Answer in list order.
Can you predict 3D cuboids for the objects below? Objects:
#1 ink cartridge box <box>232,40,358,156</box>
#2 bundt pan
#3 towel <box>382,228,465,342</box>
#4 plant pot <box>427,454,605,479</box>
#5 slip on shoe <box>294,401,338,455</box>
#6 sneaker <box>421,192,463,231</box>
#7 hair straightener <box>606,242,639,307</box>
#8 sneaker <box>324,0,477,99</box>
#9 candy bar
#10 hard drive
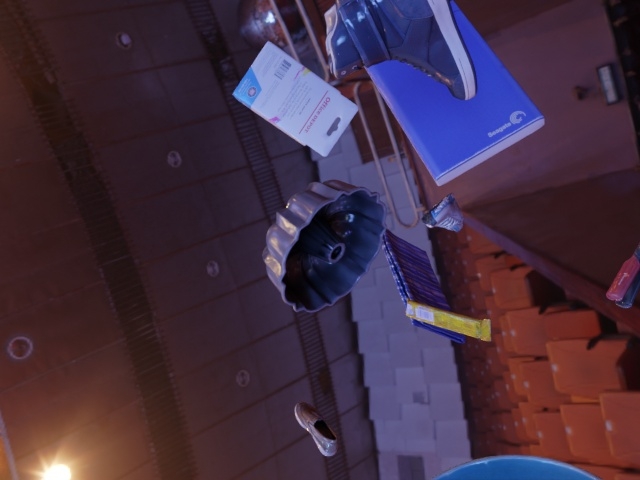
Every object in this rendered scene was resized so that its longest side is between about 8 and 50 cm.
[{"bbox_3d":[-0.040,-0.229,0.934,0.181,0.104,0.061,34,-176,-8],"label":"ink cartridge box"},{"bbox_3d":[0.000,0.000,1.318,0.331,0.124,0.330,-28,-43,-30],"label":"bundt pan"},{"bbox_3d":[0.283,0.119,1.573,0.243,0.040,0.336,26,-145,-40],"label":"towel"},{"bbox_3d":[0.207,0.401,0.536,0.271,0.272,0.255,-52,-55,-50],"label":"plant pot"},{"bbox_3d":[-0.007,0.376,1.154,0.051,0.135,0.041,-5,-55,-30],"label":"slip on shoe"},{"bbox_3d":[0.297,-0.054,1.309,0.083,0.071,0.191,54,-148,3],"label":"sneaker"},{"bbox_3d":[0.721,0.049,1.261,0.089,0.047,0.230,33,-100,-29],"label":"hair straightener"},{"bbox_3d":[0.099,-0.237,0.716,0.226,0.163,0.086,45,-153,-47],"label":"sneaker"},{"bbox_3d":[0.211,0.132,0.953,0.018,0.161,0.040,-29,-58,-43],"label":"candy bar"},{"bbox_3d":[0.236,-0.283,1.058,0.318,0.210,0.040,65,-169,26],"label":"hard drive"}]
